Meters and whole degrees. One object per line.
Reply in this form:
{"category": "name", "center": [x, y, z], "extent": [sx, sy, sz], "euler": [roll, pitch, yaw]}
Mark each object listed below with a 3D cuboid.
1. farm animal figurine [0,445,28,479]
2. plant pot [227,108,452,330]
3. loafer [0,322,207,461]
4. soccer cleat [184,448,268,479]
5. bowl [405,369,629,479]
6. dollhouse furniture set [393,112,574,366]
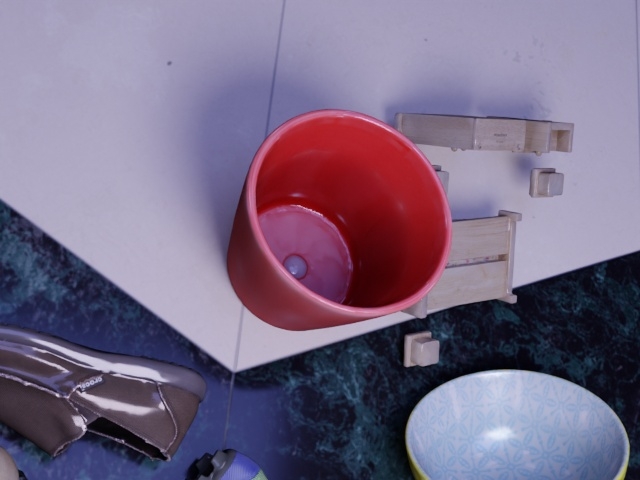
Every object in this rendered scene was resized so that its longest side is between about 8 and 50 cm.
{"category": "farm animal figurine", "center": [-0.457, 0.211, 1.042], "extent": [0.327, 0.330, 0.172], "euler": [32, 26, -6]}
{"category": "plant pot", "center": [0.000, 0.000, 1.303], "extent": [0.275, 0.243, 0.274], "euler": [8, 68, -19]}
{"category": "loafer", "center": [-0.316, 0.188, 1.171], "extent": [0.366, 0.134, 0.130], "euler": [13, 67, -17]}
{"category": "soccer cleat", "center": [-0.153, 0.389, 1.188], "extent": [0.121, 0.093, 0.289], "euler": [40, 62, -12]}
{"category": "bowl", "center": [0.260, 0.319, 1.320], "extent": [0.290, 0.289, 0.156], "euler": [-21, 123, -26]}
{"category": "dollhouse furniture set", "center": [0.214, -0.013, 1.509], "extent": [0.303, 0.174, 0.355], "euler": [-4, 102, -35]}
